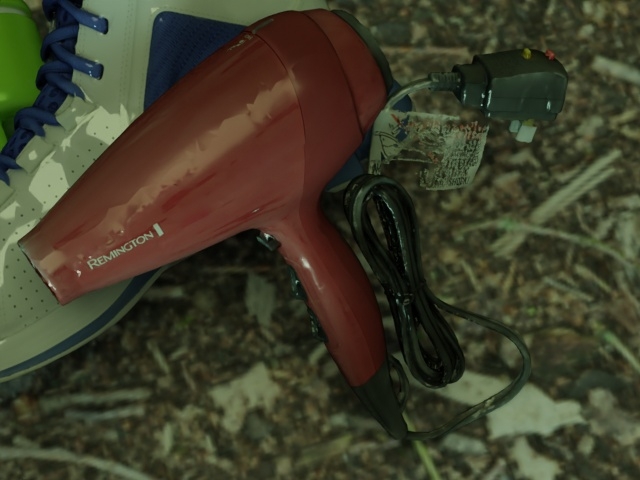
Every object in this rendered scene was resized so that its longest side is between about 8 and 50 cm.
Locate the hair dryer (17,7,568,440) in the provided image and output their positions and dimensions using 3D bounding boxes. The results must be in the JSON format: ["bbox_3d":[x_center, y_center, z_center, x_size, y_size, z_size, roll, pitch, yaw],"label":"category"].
[{"bbox_3d":[0.000,0.000,0.671,0.294,0.080,0.223,4,98,-25],"label":"hair dryer"}]

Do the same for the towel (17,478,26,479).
[{"bbox_3d":[-0.174,0.176,0.742,0.060,0.009,0.083,-21,76,-7],"label":"towel"}]

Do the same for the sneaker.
[{"bbox_3d":[-0.118,-0.068,0.720,0.316,0.127,0.182,-32,109,-16],"label":"sneaker"}]

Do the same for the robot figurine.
[{"bbox_3d":[-0.190,-0.096,0.790,0.101,0.067,0.115,-16,74,-17],"label":"robot figurine"}]
